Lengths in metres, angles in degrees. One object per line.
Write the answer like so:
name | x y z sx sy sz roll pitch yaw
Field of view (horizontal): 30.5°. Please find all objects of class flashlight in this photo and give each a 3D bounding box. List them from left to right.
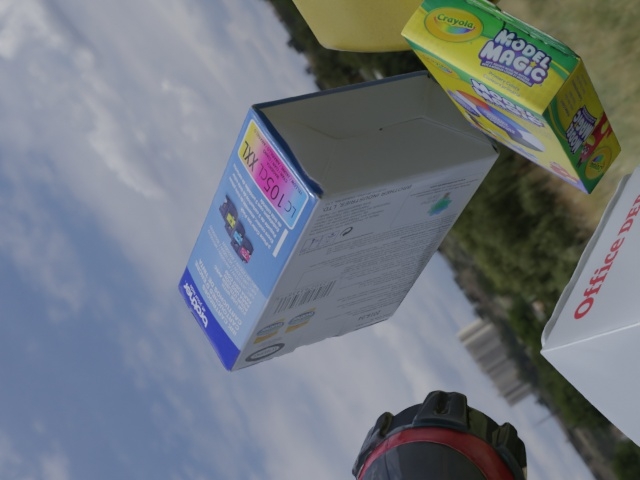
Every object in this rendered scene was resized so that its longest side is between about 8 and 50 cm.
flashlight | 0.044 0.173 0.552 0.304 0.103 0.103 -50 -34 -70

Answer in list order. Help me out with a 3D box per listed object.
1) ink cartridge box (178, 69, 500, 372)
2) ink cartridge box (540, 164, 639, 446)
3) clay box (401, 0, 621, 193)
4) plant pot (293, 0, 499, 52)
ink cartridge box | 0.000 0.000 1.414 0.270 0.395 0.151 -15 -122 -34
ink cartridge box | 0.416 0.009 1.027 0.160 0.279 0.385 44 147 -13
clay box | 0.144 -0.114 0.877 0.127 0.053 0.222 35 -178 27
plant pot | 0.065 -0.306 1.164 0.212 0.187 0.212 55 -128 -16
